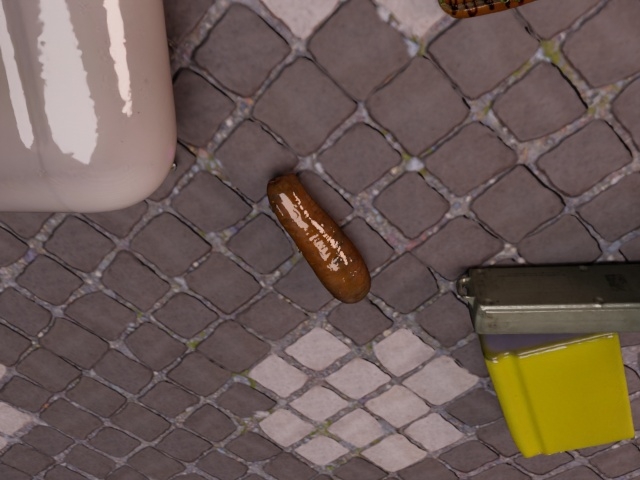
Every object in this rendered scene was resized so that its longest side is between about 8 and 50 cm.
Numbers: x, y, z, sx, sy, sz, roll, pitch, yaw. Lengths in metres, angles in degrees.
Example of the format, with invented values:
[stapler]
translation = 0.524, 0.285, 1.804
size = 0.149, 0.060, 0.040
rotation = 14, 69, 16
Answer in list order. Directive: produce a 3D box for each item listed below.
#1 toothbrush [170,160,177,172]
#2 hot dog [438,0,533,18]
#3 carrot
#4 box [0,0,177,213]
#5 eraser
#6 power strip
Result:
[toothbrush]
translation = -0.329, -0.147, 0.575
size = 0.375, 0.037, 0.028
rotation = 23, 121, -8
[hot dog]
translation = 0.159, -0.222, 0.477
size = 0.122, 0.037, 0.049
rotation = -10, 127, 14
[carrot]
translation = 0.000, 0.000, 0.632
size = 0.060, 0.060, 0.186
rotation = -25, 119, 20
[box]
translation = -0.304, -0.163, 0.474
size = 0.348, 0.141, 0.289
rotation = 0, 112, 3
[eraser]
translation = 0.311, 0.186, 0.732
size = 0.157, 0.069, 0.226
rotation = -16, 122, 17
[power strip]
translation = 0.295, 0.068, 0.644
size = 0.272, 0.078, 0.052
rotation = -3, 126, 6
